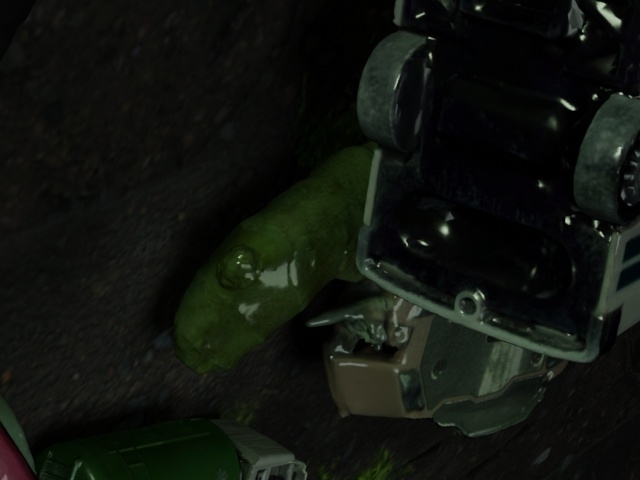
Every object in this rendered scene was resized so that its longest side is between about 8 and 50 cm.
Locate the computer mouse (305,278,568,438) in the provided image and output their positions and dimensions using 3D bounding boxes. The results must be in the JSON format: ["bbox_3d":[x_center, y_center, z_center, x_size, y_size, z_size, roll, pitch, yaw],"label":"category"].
[{"bbox_3d":[0.097,0.067,1.373,0.389,0.115,0.200,0,106,-47],"label":"computer mouse"}]

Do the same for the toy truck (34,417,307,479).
[{"bbox_3d":[-0.122,0.196,1.185,0.242,0.101,0.125,-1,110,-54],"label":"toy truck"}]

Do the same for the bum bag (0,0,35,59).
[{"bbox_3d":[-0.127,-0.203,0.734,0.340,0.095,0.144,-56,147,-17],"label":"bum bag"}]

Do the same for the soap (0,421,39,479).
[{"bbox_3d":[-0.276,0.057,0.581,0.233,0.128,0.360,-43,121,-29],"label":"soap"}]

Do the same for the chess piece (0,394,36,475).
[{"bbox_3d":[-0.305,0.142,0.759,0.299,0.194,0.195,8,114,-51],"label":"chess piece"}]

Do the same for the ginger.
[{"bbox_3d":[0.004,-0.002,1.176,0.290,0.089,0.137,-38,174,-39],"label":"ginger"}]

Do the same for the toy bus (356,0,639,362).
[{"bbox_3d":[0.180,-0.167,1.054,0.249,0.209,0.440,-21,125,-51],"label":"toy bus"}]
